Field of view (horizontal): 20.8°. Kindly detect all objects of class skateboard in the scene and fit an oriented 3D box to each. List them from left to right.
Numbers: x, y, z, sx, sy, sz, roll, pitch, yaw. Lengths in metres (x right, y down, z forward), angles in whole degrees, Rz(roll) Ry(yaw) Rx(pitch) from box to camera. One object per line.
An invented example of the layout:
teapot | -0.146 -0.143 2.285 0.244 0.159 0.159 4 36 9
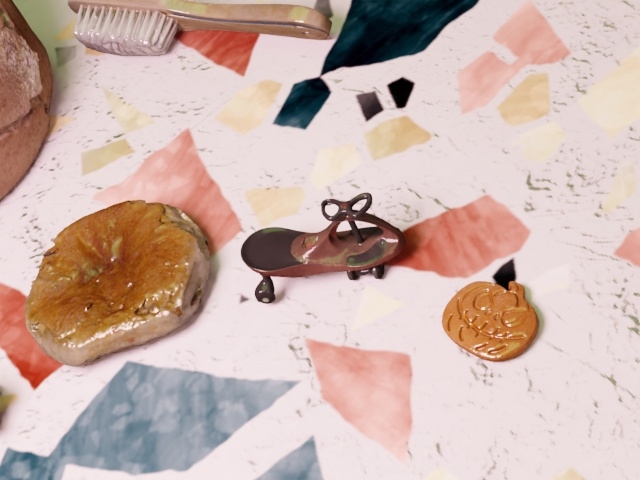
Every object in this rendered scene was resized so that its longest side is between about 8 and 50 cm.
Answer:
skateboard | 0.000 0.000 1.591 0.151 0.080 0.067 -10 44 16

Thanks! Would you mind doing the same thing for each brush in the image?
brush | -0.138 -0.225 1.861 0.327 0.070 0.065 7 75 29

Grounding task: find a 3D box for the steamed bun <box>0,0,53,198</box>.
steamed bun | -0.393 -0.172 1.829 0.199 0.251 0.301 -3 55 11

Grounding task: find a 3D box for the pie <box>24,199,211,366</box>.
pie | -0.199 0.036 1.682 0.195 0.046 0.195 -14 47 16

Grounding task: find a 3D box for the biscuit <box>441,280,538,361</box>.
biscuit | 0.149 0.066 1.508 0.091 0.015 0.078 27 69 39
